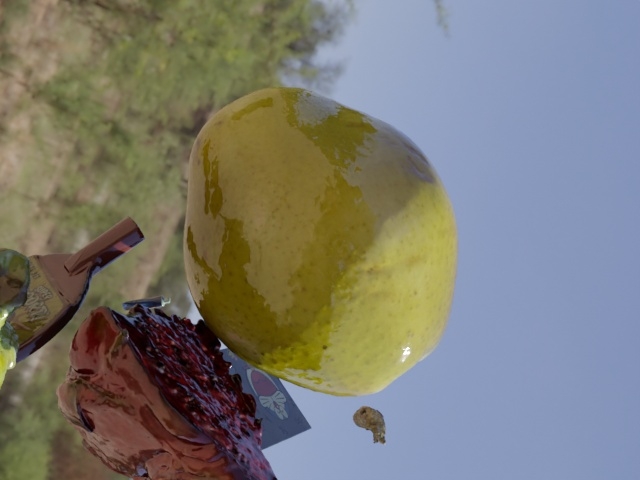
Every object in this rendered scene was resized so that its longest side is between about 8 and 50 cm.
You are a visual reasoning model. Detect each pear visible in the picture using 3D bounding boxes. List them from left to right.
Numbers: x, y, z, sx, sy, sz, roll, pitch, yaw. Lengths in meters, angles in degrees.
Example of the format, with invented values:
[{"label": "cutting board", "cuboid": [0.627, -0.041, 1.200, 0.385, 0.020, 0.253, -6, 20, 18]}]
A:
[{"label": "pear", "cuboid": [0.000, 0.000, 1.564, 0.362, 0.418, 0.362, -33, -176, 3]}]

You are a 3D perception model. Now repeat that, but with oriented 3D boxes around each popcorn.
[{"label": "popcorn", "cuboid": [-0.408, 0.088, 1.300, 0.212, 0.198, 0.198, -42, -169, 2]}]

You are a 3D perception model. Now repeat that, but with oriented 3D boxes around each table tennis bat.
[{"label": "table tennis bat", "cuboid": [-0.363, 0.072, 1.548, 0.310, 0.038, 0.200, -36, -144, -11]}]

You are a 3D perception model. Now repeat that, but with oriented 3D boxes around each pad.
[{"label": "pad", "cuboid": [-0.098, 0.231, 1.793, 0.006, 0.170, 0.245, -37, 168, 15]}]

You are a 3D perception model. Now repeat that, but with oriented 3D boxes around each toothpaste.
[{"label": "toothpaste", "cuboid": [-0.296, 0.107, 2.043, 0.027, 0.083, 0.019, 73, 10, -59]}]

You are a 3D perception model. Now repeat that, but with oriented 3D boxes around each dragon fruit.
[{"label": "dragon fruit", "cuboid": [-0.198, 0.266, 1.458, 0.228, 0.329, 0.286, -38, 160, 9]}]

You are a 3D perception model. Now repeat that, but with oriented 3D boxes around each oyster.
[{"label": "oyster", "cuboid": [0.087, 0.357, 2.308, 0.083, 0.038, 0.081, -20, -105, 44]}]
